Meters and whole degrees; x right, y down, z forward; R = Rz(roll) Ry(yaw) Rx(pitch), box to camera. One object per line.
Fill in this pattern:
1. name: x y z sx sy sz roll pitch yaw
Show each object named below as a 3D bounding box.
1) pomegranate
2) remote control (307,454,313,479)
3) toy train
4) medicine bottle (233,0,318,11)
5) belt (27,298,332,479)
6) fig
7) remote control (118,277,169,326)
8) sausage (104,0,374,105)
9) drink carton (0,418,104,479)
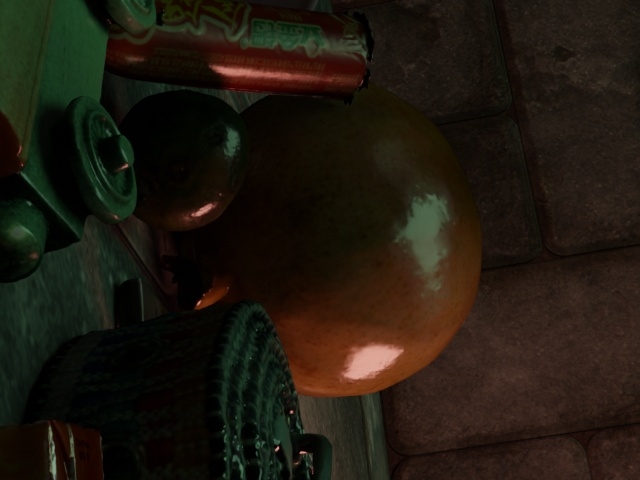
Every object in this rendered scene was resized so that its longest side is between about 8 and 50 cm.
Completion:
1. pomegranate: 0.000 0.000 1.116 0.319 0.319 0.319 -9 90 -84
2. remote control: -0.023 0.319 1.373 0.266 0.066 0.090 -87 170 -62
3. toy train: -0.169 -0.114 0.603 0.177 0.116 0.285 57 22 -43
4. medicine bottle: -0.086 -0.306 1.133 0.316 0.202 0.202 -86 165 -62
5. belt: -0.075 0.153 0.734 0.295 0.160 0.207 -66 146 -79
6. fig: -0.120 -0.075 0.968 0.177 0.117 0.117 -124 -160 -67
7. remote control: -0.125 0.095 0.982 0.212 0.028 0.059 70 9 -62
8. sausage: -0.081 -0.155 0.942 0.083 0.264 0.083 1 -89 56
9. drink carton: -0.133 0.189 0.467 0.071 0.096 0.223 58 24 -74
